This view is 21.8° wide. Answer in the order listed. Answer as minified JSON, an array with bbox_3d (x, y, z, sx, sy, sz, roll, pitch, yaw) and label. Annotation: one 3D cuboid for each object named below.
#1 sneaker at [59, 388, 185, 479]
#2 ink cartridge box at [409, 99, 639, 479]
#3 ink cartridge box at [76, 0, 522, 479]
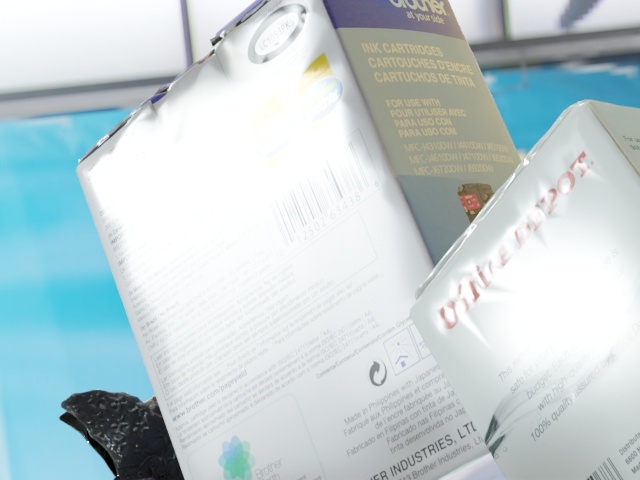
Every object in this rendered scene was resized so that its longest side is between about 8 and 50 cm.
[{"bbox_3d":[-0.122,0.177,1.264,0.170,0.089,0.051,56,160,18],"label":"sneaker"},{"bbox_3d":[0.151,0.061,0.744,0.153,0.086,0.208,-52,53,33],"label":"ink cartridge box"},{"bbox_3d":[0.000,0.000,1.117,0.270,0.151,0.396,-35,70,36],"label":"ink cartridge box"}]
